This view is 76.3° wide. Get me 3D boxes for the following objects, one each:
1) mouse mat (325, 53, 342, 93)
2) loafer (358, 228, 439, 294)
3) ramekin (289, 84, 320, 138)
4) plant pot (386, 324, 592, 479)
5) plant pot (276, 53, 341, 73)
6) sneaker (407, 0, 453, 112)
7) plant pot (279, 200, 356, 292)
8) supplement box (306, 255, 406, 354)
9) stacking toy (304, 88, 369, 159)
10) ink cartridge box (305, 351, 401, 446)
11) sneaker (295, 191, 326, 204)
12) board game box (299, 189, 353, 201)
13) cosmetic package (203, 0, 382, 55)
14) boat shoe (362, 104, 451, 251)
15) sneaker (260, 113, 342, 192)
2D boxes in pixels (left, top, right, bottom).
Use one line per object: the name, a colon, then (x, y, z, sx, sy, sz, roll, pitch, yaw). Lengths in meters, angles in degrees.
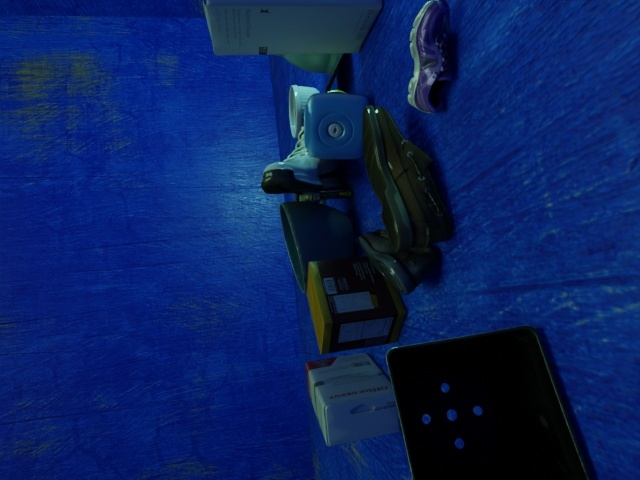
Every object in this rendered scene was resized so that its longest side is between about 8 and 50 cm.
mouse mat: (0.037, -0.491, 1.236, 0.189, 0.007, 0.152, 129, 164, -76)
loafer: (0.162, 0.030, 0.871, 0.109, 0.095, 0.302, 56, 180, -14)
ramekin: (-0.060, -0.520, 1.649, 0.207, 0.109, 0.207, 175, 90, -80)
plant pot: (0.193, 0.234, 0.539, 0.167, 0.188, 0.188, 77, -177, -67)
plant pot: (-0.055, -0.691, 1.313, 0.293, 0.197, 0.292, 175, 90, -79)
sneaker: (0.187, -0.286, 0.644, 0.071, 0.068, 0.169, 49, 155, 46)
plant pot: (0.000, 0.000, 1.298, 0.290, 0.196, 0.290, 165, 90, -80)
supplement box: (0.079, 0.152, 1.006, 0.191, 0.194, 0.129, -106, 15, -44)
stacking toy: (0.044, -0.366, 1.155, 0.301, 0.166, 0.175, -85, -3, -54)
ink cartridge box: (0.080, 0.423, 1.123, 0.273, 0.197, 0.114, -155, 59, -78)
sneaker: (-0.047, -0.238, 1.611, 0.293, 0.146, 0.102, 99, 162, -54)
board game box: (0.012, -0.150, 1.375, 0.260, 0.136, 0.030, -155, 62, -78)
cosmetic package: (-0.072, -0.561, 0.962, 0.217, 0.385, 0.156, 159, 107, -81)
boat shoe: (0.152, -0.124, 0.758, 0.110, 0.105, 0.307, 88, 171, -68)
sneaker: (-0.058, -0.273, 1.225, 0.447, 0.169, 0.257, -23, -70, -70)
